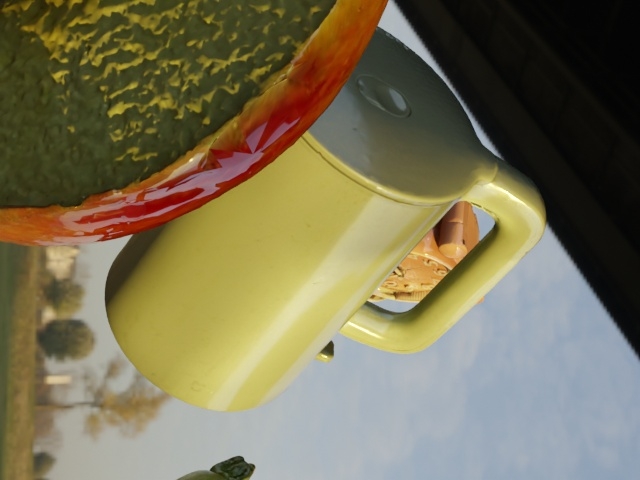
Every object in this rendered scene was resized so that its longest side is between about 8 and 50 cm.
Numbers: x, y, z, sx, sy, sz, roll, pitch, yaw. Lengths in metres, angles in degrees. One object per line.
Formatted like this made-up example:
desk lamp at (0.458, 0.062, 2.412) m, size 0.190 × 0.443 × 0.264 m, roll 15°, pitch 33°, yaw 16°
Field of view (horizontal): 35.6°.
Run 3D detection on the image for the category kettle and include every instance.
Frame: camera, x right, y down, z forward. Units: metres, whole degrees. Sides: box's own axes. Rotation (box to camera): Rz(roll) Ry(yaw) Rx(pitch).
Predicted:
kettle at (-0.011, 0.003, 0.842) m, size 0.265 × 0.205 × 0.318 m, roll 47°, pitch -51°, yaw 9°

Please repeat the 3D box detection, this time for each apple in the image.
apple at (-0.094, -0.109, 0.582) m, size 0.179 × 0.346 × 0.254 m, roll 49°, pitch 0°, yaw -7°

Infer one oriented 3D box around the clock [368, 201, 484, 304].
clock at (0.085, 0.003, 1.051) m, size 0.166 × 0.162 × 0.092 m, roll 59°, pitch 34°, yaw -57°

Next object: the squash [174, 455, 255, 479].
squash at (-0.165, 0.352, 1.200) m, size 0.287 × 0.137 × 0.137 m, roll -18°, pitch 113°, yaw -67°
